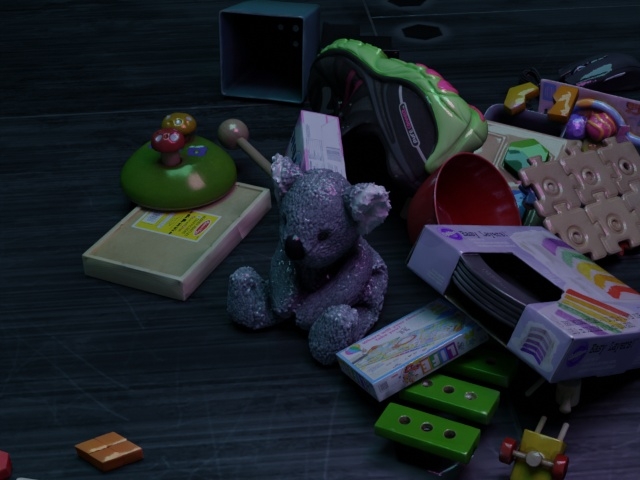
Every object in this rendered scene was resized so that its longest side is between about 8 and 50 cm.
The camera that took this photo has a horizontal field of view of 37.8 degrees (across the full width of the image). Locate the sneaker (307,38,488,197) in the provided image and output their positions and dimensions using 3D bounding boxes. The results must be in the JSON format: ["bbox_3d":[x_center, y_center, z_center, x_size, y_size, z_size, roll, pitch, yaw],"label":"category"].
[{"bbox_3d":[0.071,-0.193,1.504,0.202,0.185,0.483,-50,25,-1],"label":"sneaker"}]

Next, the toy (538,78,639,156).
[{"bbox_3d":[0.459,-0.169,1.519,0.237,0.136,0.056,17,45,26],"label":"toy"}]

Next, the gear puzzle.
[{"bbox_3d":[0.436,-0.064,1.386,0.339,0.044,0.175,-15,72,-30],"label":"gear puzzle"}]

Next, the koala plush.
[{"bbox_3d":[0.000,0.000,1.200,0.196,0.221,0.203,20,39,28],"label":"koala plush"}]

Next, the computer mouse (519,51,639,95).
[{"bbox_3d":[0.529,-0.309,1.790,0.262,0.060,0.184,-5,33,-6],"label":"computer mouse"}]

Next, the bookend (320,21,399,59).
[{"bbox_3d":[0.078,-0.384,1.903,0.156,0.072,0.157,1,33,1],"label":"bookend"}]

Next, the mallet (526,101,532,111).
[{"bbox_3d":[0.372,-0.233,1.712,0.039,0.062,0.189,9,21,13],"label":"mallet"}]

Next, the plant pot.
[{"bbox_3d":[-0.081,-0.394,1.849,0.166,0.165,0.234,8,28,12],"label":"plant pot"}]

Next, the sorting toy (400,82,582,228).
[{"bbox_3d":[0.279,-0.136,1.446,0.229,0.041,0.307,15,63,25],"label":"sorting toy"}]

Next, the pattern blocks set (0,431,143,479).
[{"bbox_3d":[-0.251,0.299,0.936,0.325,0.026,0.285,-3,34,-3],"label":"pattern blocks set"}]

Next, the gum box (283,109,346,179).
[{"bbox_3d":[-0.010,-0.090,1.394,0.062,0.107,0.188,9,46,-15],"label":"gum box"}]

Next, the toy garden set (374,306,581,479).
[{"bbox_3d":[0.205,0.183,1.078,0.204,0.049,0.244,13,35,26],"label":"toy garden set"}]

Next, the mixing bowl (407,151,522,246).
[{"bbox_3d":[0.188,-0.023,1.306,0.098,0.181,0.181,-19,13,48],"label":"mixing bowl"}]

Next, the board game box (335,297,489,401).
[{"bbox_3d":[0.108,0.126,1.113,0.154,0.026,0.103,-27,22,-15],"label":"board game box"}]

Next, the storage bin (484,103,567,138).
[{"bbox_3d":[0.331,-0.157,1.527,0.135,0.091,0.098,19,65,26],"label":"storage bin"}]

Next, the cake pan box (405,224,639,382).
[{"bbox_3d":[0.269,0.067,1.135,0.267,0.070,0.246,1,28,-42],"label":"cake pan box"}]

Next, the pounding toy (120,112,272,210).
[{"bbox_3d":[-0.200,-0.146,1.456,0.237,0.110,0.183,-18,38,-23],"label":"pounding toy"}]

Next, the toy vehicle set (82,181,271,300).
[{"bbox_3d":[-0.207,-0.016,1.395,0.166,0.035,0.267,14,37,21],"label":"toy vehicle set"}]
